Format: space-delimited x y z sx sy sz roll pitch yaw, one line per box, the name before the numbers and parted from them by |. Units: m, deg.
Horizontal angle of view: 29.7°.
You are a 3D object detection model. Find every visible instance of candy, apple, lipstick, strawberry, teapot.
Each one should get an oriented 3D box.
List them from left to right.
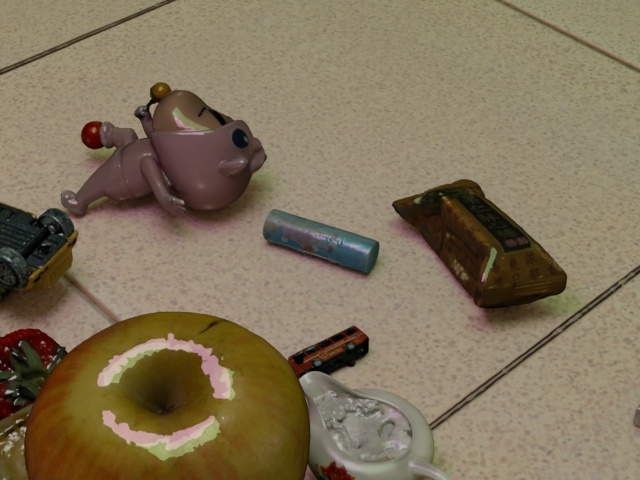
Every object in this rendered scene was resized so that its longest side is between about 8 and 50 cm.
strawberry | -0.359 0.173 1.410 0.131 0.148 0.131 18 56 -29
apple | -0.148 0.208 1.219 0.286 0.233 0.286 -2 48 3
lipstick | 0.000 0.000 1.651 0.158 0.048 0.048 18 44 18
teapot | 0.062 0.236 1.350 0.226 0.092 0.145 28 51 26
candy | 0.205 -0.004 1.626 0.143 0.101 0.271 -9 36 -20

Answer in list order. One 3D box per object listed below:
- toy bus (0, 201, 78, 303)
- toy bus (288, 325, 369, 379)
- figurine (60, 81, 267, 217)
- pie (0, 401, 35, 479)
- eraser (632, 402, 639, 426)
toy bus | -0.482 -0.005 1.590 0.335 0.123 0.121 18 43 18
toy bus | 0.009 0.143 1.501 0.110 0.031 0.043 -23 44 -27
figurine | -0.225 -0.127 1.708 0.287 0.186 0.176 -5 13 19
pie | -0.251 0.216 1.357 0.282 0.068 0.129 -23 85 -35
eraser | 0.500 0.176 1.468 0.157 0.038 0.230 25 47 25
